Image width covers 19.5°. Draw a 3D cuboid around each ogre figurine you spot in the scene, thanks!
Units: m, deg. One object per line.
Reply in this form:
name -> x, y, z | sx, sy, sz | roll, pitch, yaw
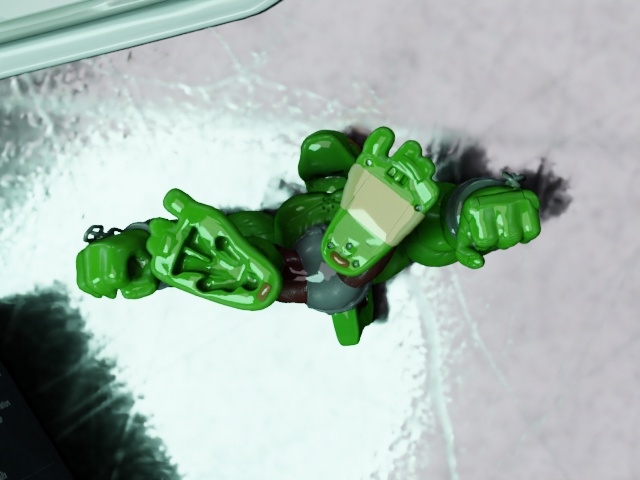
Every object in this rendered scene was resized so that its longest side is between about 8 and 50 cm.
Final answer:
ogre figurine -> 0.000, 0.000, 0.836 | 0.197, 0.118, 0.097 | -28, 84, 10

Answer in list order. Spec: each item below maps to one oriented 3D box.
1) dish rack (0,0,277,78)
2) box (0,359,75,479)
dish rack -> -0.165, -0.247, 0.877 | 0.285, 0.072, 0.333 | -12, 92, 11
box -> -0.189, 0.124, 0.861 | 0.093, 0.156, 0.158 | -32, 87, 12
